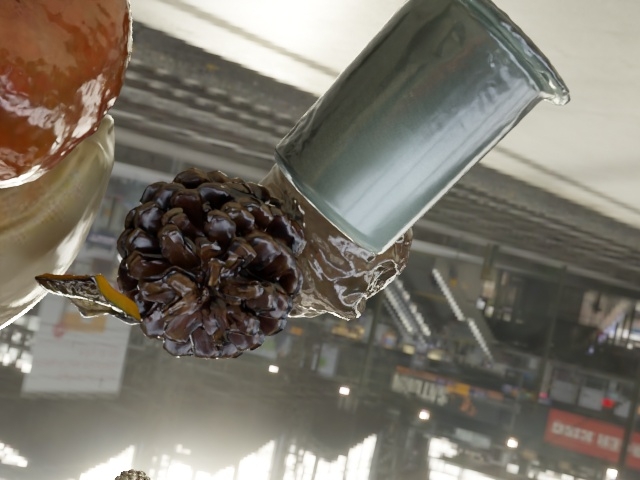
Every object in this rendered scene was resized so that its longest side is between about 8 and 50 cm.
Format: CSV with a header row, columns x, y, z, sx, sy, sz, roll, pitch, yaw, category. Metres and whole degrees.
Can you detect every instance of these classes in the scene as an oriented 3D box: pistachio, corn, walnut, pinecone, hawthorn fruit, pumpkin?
x,y,z,sx,sy,sz,roll,pitch,yaw,category
-0.426,-0.022,1.112,0.281,0.445,0.365,52,173,-15,pistachio
-0.325,0.434,1.702,0.079,0.079,0.237,12,172,-6,corn
0.002,-0.002,1.420,0.227,0.273,0.273,40,-169,22,walnut
-0.122,0.037,1.101,0.221,0.221,0.221,12,179,0,pinecone
-0.229,-0.111,0.624,0.207,0.207,0.243,12,150,-13,hawthorn fruit
-0.232,0.051,1.015,0.073,0.035,0.101,7,155,23,pumpkin

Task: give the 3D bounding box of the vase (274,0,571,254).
x,y,z,sx,sy,sz,roll,pitch,yaw,category
0.104,-0.141,1.157,0.245,0.291,0.245,41,-171,-8,vase
